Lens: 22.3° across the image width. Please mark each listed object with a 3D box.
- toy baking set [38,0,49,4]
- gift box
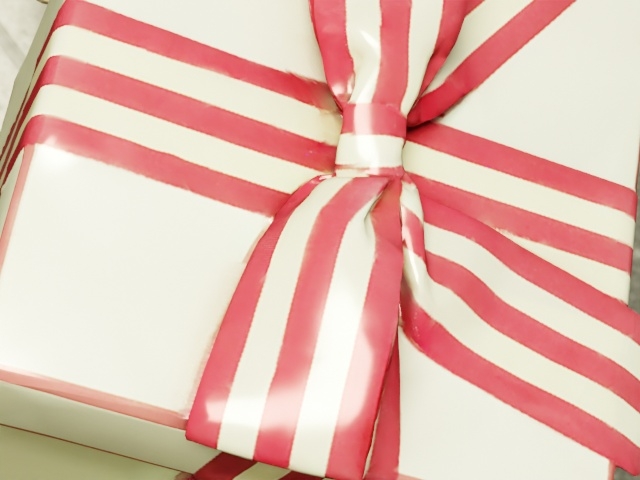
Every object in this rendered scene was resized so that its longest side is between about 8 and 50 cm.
[{"bbox_3d":[-0.046,-0.182,0.809,0.197,0.030,0.256,34,61,-21],"label":"toy baking set"},{"bbox_3d":[0.000,0.000,0.646,0.276,0.258,0.255,12,66,-16],"label":"gift box"}]
